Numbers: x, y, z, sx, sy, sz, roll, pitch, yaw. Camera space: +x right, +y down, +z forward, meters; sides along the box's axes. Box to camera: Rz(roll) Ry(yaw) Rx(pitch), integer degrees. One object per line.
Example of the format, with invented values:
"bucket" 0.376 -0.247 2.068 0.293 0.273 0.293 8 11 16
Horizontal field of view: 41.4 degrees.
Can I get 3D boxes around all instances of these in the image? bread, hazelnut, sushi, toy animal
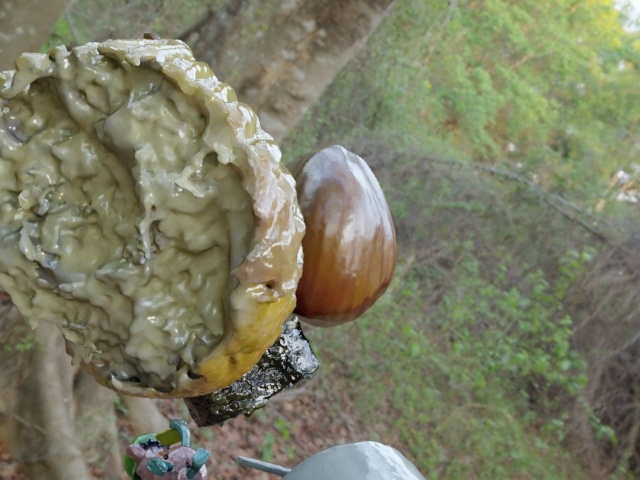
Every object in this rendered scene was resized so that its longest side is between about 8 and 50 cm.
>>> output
"bread" -0.127 -0.018 0.622 0.274 0.274 0.149 38 33 6
"hazelnut" 0.010 0.000 1.006 0.186 0.210 0.210 45 2 -15
"sushi" -0.082 0.140 0.921 0.078 0.150 0.090 65 -14 -8
"toy animal" -0.195 0.282 1.097 0.100 0.103 0.208 21 -14 -14

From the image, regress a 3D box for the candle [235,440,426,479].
"candle" 0.059 0.346 0.887 0.221 0.221 0.342 35 6 -33
